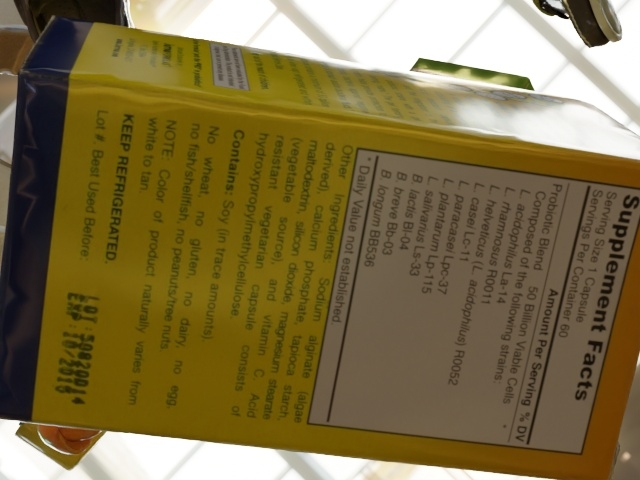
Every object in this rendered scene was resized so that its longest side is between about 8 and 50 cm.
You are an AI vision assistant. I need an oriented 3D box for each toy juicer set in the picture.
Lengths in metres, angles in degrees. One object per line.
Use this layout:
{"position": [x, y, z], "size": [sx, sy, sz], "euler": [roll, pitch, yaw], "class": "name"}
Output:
{"position": [-0.145, 0.054, 1.122], "size": [0.329, 0.089, 0.209], "euler": [-47, -1, -14], "class": "toy juicer set"}

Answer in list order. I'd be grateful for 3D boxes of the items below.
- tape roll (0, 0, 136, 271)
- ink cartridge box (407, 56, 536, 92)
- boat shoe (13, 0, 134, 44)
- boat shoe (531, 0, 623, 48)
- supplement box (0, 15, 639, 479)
{"position": [-0.304, -0.126, 1.353], "size": [0.392, 0.392, 0.072], "euler": [-43, -6, -49], "class": "tape roll"}
{"position": [0.217, -0.107, 1.690], "size": [0.189, 0.255, 0.097], "euler": [19, 64, 42], "class": "ink cartridge box"}
{"position": [-0.218, -0.220, 1.118], "size": [0.103, 0.285, 0.092], "euler": [-19, -16, -5], "class": "boat shoe"}
{"position": [0.230, -0.256, 1.244], "size": [0.069, 0.081, 0.227], "euler": [-27, 44, 18], "class": "boat shoe"}
{"position": [0.000, 0.000, 0.765], "size": [0.195, 0.357, 0.194], "euler": [-108, 27, -71], "class": "supplement box"}
